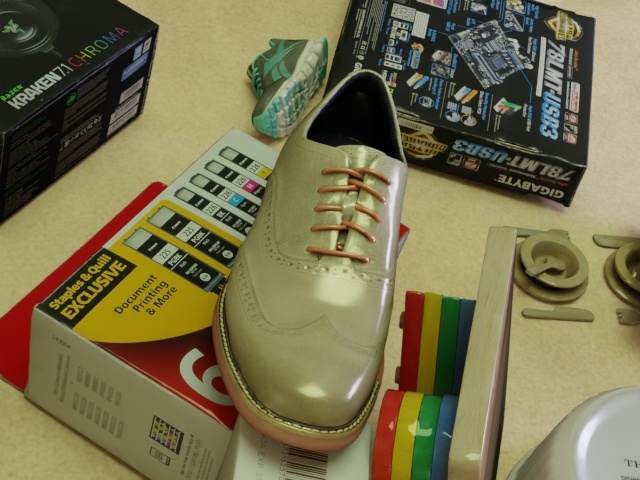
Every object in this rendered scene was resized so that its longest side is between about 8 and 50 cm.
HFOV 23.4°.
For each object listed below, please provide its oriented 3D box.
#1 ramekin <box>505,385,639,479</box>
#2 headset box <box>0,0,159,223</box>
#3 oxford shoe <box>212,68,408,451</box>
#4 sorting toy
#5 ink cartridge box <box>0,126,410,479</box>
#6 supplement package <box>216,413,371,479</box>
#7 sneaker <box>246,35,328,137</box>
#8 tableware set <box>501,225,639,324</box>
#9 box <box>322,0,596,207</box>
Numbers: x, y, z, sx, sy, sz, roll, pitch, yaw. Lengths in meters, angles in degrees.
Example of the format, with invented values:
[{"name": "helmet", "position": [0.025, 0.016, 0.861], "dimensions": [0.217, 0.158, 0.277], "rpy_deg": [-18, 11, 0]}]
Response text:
[{"name": "ramekin", "position": [0.293, 0.247, 1.334], "dimensions": [0.273, 0.127, 0.273], "rpy_deg": [9, 45, -10]}, {"name": "headset box", "position": [-0.350, -0.184, 1.538], "dimensions": [0.283, 0.131, 0.246], "rpy_deg": [32, 45, 14]}, {"name": "oxford shoe", "position": [0.000, 0.000, 1.247], "dimensions": [0.141, 0.146, 0.397], "rpy_deg": [14, 37, -9]}, {"name": "sorting toy", "position": [0.100, 0.161, 1.276], "dimensions": [0.089, 0.255, 0.257], "rpy_deg": [6, 43, 10]}, {"name": "ink cartridge box", "position": [-0.117, 0.046, 1.392], "dimensions": [0.272, 0.130, 0.309], "rpy_deg": [30, 45, 13]}, {"name": "supplement package", "position": [-0.034, 0.224, 1.209], "dimensions": [0.105, 0.179, 0.105], "rpy_deg": [12, 43, -7]}, {"name": "sneaker", "position": [-0.049, -0.170, 1.687], "dimensions": [0.076, 0.065, 0.166], "rpy_deg": [12, 39, 16]}, {"name": "tableware set", "position": [0.292, 0.026, 1.613], "dimensions": [0.194, 0.039, 0.128], "rpy_deg": [4, 46, -14]}, {"name": "box", "position": [0.162, -0.191, 1.758], "dimensions": [0.293, 0.073, 0.295], "rpy_deg": [17, 44, -3]}]
